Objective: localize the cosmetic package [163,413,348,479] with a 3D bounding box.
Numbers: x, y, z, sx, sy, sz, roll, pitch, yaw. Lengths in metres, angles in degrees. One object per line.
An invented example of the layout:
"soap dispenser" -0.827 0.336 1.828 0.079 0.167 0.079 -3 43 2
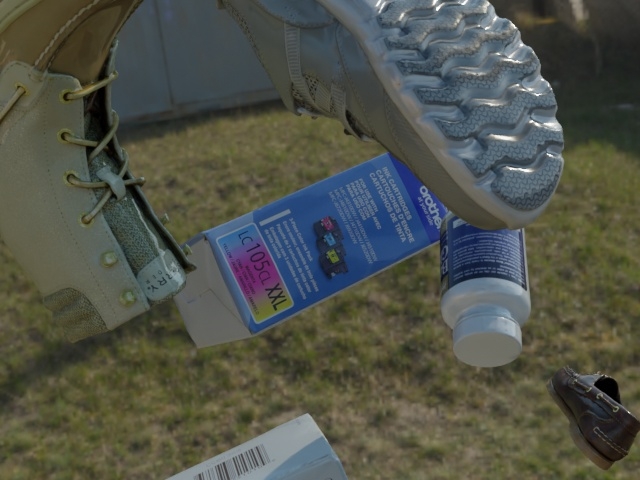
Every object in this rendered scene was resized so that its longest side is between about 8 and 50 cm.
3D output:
"cosmetic package" -0.023 0.415 0.993 0.217 0.385 0.156 -25 10 -8

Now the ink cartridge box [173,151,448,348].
"ink cartridge box" 0.000 0.000 1.291 0.395 0.151 0.270 -23 0 -25

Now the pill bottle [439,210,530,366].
"pill bottle" 0.175 0.046 0.979 0.094 0.094 0.169 -3 50 11

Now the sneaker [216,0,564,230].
"sneaker" 0.032 -0.105 0.549 0.105 0.115 0.281 -19 61 -34

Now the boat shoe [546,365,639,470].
"boat shoe" 0.320 0.190 1.061 0.073 0.073 0.207 33 12 -9

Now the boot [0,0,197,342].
"boot" -0.117 -0.043 0.480 0.213 0.165 0.077 -32 4 40
